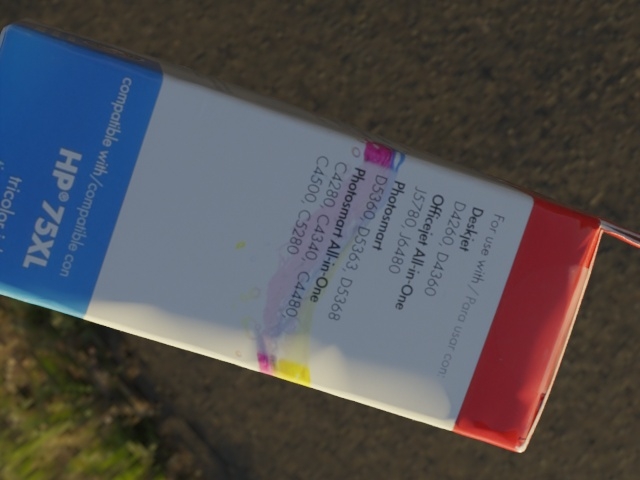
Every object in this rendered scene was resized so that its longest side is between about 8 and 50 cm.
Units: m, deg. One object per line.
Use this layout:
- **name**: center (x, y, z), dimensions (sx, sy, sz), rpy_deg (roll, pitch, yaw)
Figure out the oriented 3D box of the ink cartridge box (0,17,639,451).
- **ink cartridge box**: center (0.000, 0.000, 0.552), dimensions (0.231, 0.134, 0.078), rpy_deg (18, 95, -10)
